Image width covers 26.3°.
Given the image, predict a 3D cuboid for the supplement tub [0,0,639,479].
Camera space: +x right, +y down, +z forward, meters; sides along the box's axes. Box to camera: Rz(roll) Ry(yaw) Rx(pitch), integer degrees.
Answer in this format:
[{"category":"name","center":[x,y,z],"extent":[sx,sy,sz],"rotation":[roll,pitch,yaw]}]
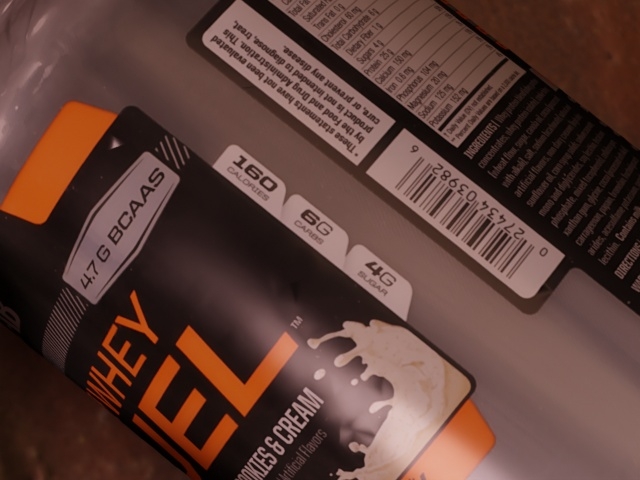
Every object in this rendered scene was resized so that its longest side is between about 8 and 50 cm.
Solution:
[{"category":"supplement tub","center":[0.000,0.000,0.498],"extent":[0.316,0.193,0.193],"rotation":[38,66,6]}]
